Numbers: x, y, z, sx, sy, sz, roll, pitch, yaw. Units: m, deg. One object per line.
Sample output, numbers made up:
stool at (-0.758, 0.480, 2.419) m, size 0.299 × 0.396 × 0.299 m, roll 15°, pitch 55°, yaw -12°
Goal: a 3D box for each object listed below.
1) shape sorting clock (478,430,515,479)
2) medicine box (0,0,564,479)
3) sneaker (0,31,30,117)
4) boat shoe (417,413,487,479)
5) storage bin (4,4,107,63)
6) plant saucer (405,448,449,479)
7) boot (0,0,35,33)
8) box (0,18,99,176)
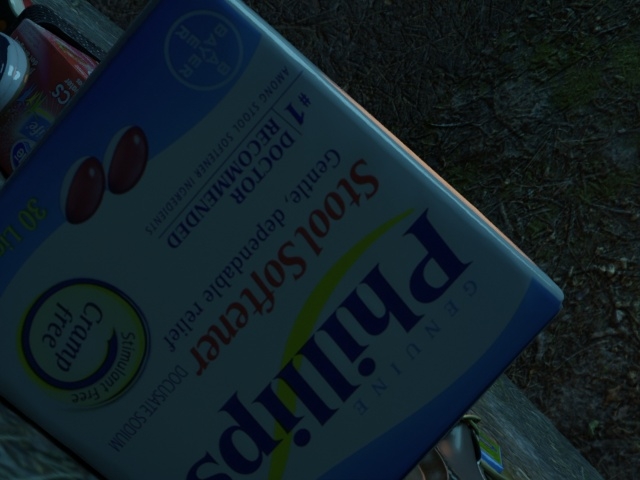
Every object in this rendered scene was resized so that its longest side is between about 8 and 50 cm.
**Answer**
shape sorting clock at (0.188, 0.275, 1.318) m, size 0.206 × 0.040 × 0.206 m, roll 38°, pitch 6°, yaw -5°
medicine box at (-0.048, 0.025, 0.599) m, size 0.289 × 0.263 × 0.149 m, roll 40°, pitch 7°, yaw -7°
sneaker at (-0.382, -0.204, 0.859) m, size 0.282 × 0.099 × 0.153 m, roll 39°, pitch -2°, yaw 43°
boat shoe at (0.131, 0.218, 1.108) m, size 0.116 × 0.097 × 0.324 m, roll 39°, pitch 7°, yaw -24°
storage bin at (-0.286, -0.164, 1.064) m, size 0.180 × 0.122 × 0.084 m, roll 38°, pitch 8°, yaw -31°
plant saucer at (0.056, 0.206, 0.962) m, size 0.168 × 0.029 × 0.168 m, roll 32°, pitch 14°, yaw -9°
boot at (-0.414, -0.294, 1.344) m, size 0.244 × 0.088 × 0.176 m, roll 52°, pitch 9°, yaw 16°
box at (-0.219, -0.081, 0.911) m, size 0.257 × 0.123 × 0.128 m, roll 45°, pitch 7°, yaw 26°
